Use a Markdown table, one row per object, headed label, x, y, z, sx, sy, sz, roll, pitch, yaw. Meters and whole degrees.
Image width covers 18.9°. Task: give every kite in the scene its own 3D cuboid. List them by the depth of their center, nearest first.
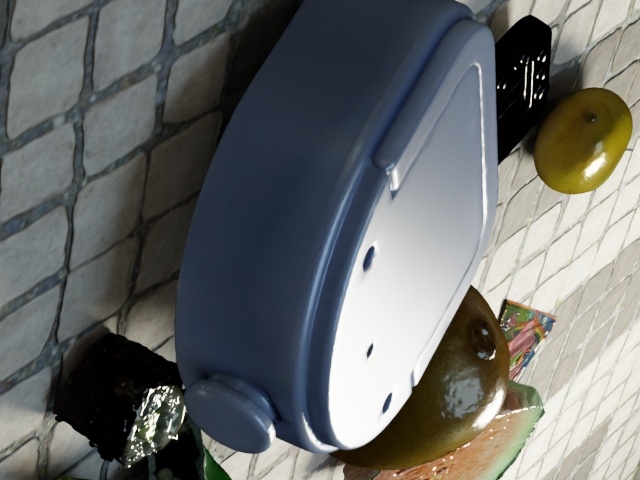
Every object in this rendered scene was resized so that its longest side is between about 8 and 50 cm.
| label | x | y | z | sx | sy | sz | roll | pitch | yaw |
| --- | --- | --- | --- | --- | --- | --- | --- | --- | --- |
| kite | 0.252 | 0.159 | 2.512 | 0.234 | 0.016 | 0.321 | -38 | 151 | -37 |

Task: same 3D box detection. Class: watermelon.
| label | x | y | z | sx | sy | sz | roll | pitch | yaw |
| --- | --- | --- | --- | --- | --- | --- | --- | --- | --- |
| watermelon | 0.121 | 0.230 | 2.234 | 0.257 | 0.140 | 0.193 | -12 | 136 | -47 |

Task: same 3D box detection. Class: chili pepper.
| label | x | y | z | sx | sy | sz | roll | pitch | yaw |
| --- | --- | --- | --- | --- | --- | --- | --- | --- | --- |
| chili pepper | -0.111 | 0.282 | 1.825 | 0.099 | 0.136 | 0.270 | -27 | 150 | -6 |

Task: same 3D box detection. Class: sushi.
| label | x | y | z | sx | sy | sz | roll | pitch | yaw |
| --- | --- | --- | --- | --- | --- | --- | --- | --- | --- |
| sushi | -0.159 | 0.128 | 1.569 | 0.098 | 0.084 | 0.094 | -19 | 134 | -62 |

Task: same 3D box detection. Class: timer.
| label | x | y | z | sx | sy | sz | roll | pitch | yaw |
| --- | --- | --- | --- | --- | --- | --- | --- | --- | --- |
| timer | 0.000 | 0.000 | 1.574 | 0.395 | 0.173 | 0.395 | -55 | 158 | -36 |
| timer | 0.170 | -0.135 | 1.916 | 0.144 | 0.055 | 0.187 | -46 | 160 | -17 |

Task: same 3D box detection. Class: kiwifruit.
| label | x | y | z | sx | sy | sz | roll | pitch | yaw |
| --- | --- | --- | --- | --- | --- | --- | --- | --- | --- |
| kiwifruit | 0.077 | 0.120 | 1.836 | 0.234 | 0.196 | 0.196 | -17 | -166 | 49 |

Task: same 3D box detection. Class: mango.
| label | x | y | z | sx | sy | sz | roll | pitch | yaw |
| --- | --- | --- | --- | --- | --- | --- | --- | --- | --- |
| mango | 0.294 | -0.106 | 2.147 | 0.130 | 0.092 | 0.194 | -53 | 162 | -11 |

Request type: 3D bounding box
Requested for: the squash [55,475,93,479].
| label | x | y | z | sx | sy | sz | roll | pitch | yaw |
| --- | --- | --- | --- | --- | --- | --- | --- | --- | --- |
| squash | -0.192 | 0.306 | 1.714 | 0.107 | 0.107 | 0.395 | -48 | 157 | -19 |
